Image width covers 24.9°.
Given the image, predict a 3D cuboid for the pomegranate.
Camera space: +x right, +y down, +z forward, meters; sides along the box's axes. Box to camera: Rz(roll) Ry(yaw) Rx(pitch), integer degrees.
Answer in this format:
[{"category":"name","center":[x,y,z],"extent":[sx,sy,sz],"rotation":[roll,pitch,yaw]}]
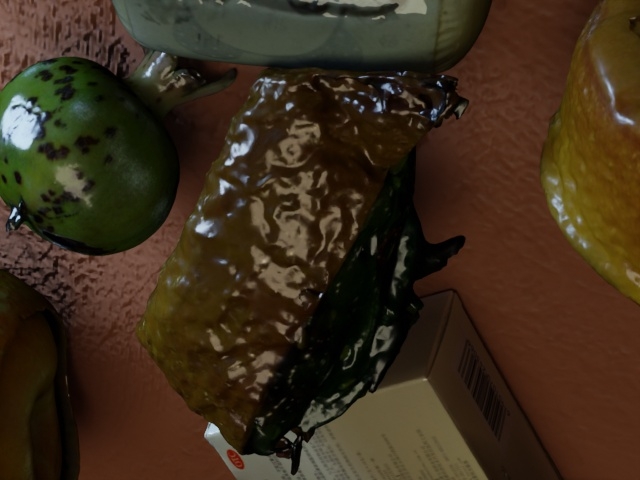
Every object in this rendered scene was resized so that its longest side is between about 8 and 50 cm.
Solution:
[{"category":"pomegranate","center":[-0.123,-0.062,0.846],"extent":[0.161,0.122,0.122],"rotation":[-40,111,-5]}]

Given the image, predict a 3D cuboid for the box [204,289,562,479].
[{"category":"box","center":[0.052,0.158,0.952],"extent":[0.168,0.095,0.212],"rotation":[-19,117,25]}]

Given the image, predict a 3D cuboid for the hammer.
[{"category":"hammer","center":[-0.010,-0.226,0.692],"extent":[0.202,0.113,0.305],"rotation":[6,121,9]}]

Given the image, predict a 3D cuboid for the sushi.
[{"category":"sushi","center":[-0.001,0.000,0.802],"extent":[0.140,0.149,0.287],"rotation":[32,120,5]}]

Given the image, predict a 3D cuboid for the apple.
[{"category":"apple","center":[-0.258,0.122,0.949],"extent":[0.207,0.237,0.237],"rotation":[8,129,-10]}]

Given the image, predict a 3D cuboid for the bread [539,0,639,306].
[{"category":"bread","center":[0.240,-0.037,0.696],"extent":[0.270,0.195,0.142],"rotation":[23,135,-6]}]
